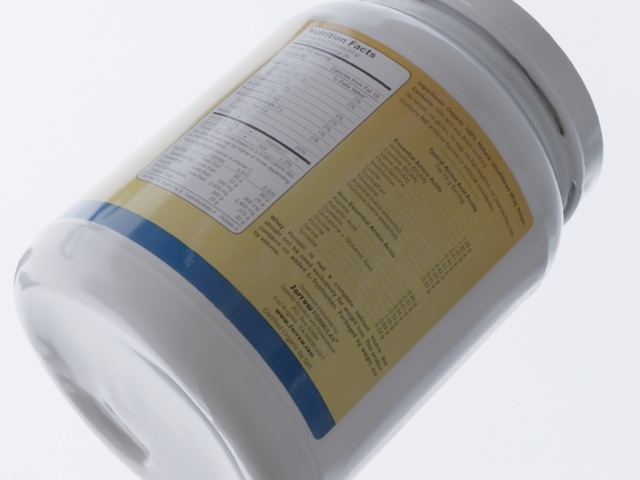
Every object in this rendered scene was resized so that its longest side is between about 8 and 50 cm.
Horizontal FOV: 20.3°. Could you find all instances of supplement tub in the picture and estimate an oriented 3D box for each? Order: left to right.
[{"bbox_3d":[0.000,0.000,0.677,0.200,0.144,0.144,-43,-60,-26],"label":"supplement tub"}]
